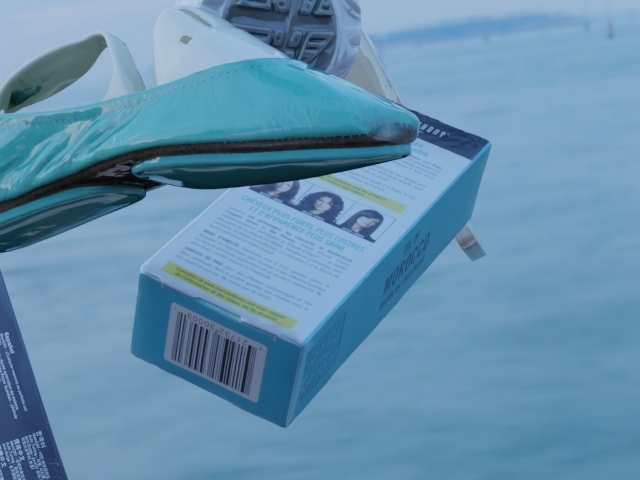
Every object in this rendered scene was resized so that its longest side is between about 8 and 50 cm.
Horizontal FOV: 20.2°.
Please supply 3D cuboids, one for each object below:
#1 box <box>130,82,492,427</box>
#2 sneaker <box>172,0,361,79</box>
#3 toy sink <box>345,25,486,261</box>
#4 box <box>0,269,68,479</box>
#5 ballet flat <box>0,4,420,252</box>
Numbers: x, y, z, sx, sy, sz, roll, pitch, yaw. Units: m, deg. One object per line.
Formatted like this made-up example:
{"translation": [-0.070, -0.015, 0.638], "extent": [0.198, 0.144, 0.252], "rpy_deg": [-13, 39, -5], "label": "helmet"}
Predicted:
{"translation": [0.000, 0.000, 1.009], "extent": [0.101, 0.060, 0.244], "rpy_deg": [24, 37, 17], "label": "box"}
{"translation": [-0.039, -0.134, 0.906], "extent": [0.090, 0.232, 0.115], "rpy_deg": [19, -18, -27], "label": "sneaker"}
{"translation": [0.032, -0.063, 1.591], "extent": [0.131, 0.234, 0.153], "rpy_deg": [-29, -9, 6], "label": "toy sink"}
{"translation": [-0.275, 0.074, 1.320], "extent": [0.097, 0.394, 0.318], "rpy_deg": [-18, -15, -12], "label": "box"}
{"translation": [-0.076, -0.055, 0.783], "extent": [0.247, 0.087, 0.083], "rpy_deg": [-11, -8, 28], "label": "ballet flat"}
